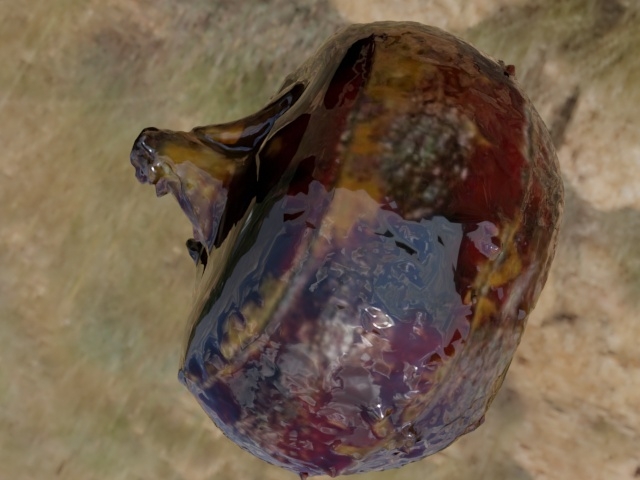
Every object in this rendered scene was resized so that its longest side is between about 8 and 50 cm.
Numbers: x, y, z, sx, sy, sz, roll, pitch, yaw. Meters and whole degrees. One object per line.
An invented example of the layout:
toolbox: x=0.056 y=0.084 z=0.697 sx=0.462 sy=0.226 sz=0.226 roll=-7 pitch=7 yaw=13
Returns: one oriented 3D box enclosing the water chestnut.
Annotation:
water chestnut: x=0.000 y=0.000 z=0.992 sx=0.302 sy=0.350 sz=0.350 roll=26 pitch=159 yaw=-15
